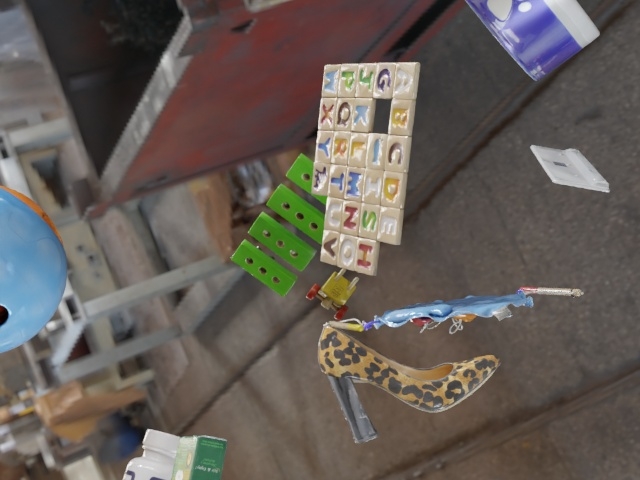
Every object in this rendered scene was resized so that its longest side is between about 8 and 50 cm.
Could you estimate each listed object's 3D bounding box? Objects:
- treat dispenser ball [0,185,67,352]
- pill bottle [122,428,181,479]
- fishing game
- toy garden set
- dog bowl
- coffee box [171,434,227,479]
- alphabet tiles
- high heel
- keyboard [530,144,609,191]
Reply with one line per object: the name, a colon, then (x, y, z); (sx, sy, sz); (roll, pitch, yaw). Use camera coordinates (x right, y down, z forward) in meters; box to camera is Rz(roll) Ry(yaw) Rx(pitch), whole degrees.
treat dispenser ball: (-0.566, 0.047, 1.790); (0.288, 0.288, 0.288); (42, 143, 43)
pill bottle: (-0.251, 0.389, 1.652); (0.112, 0.112, 0.186); (-12, 59, 64)
fishing game: (0.150, 0.085, 1.214); (0.189, 0.264, 0.041); (172, 89, -72)
toy garden set: (0.000, 0.000, 1.708); (0.204, 0.049, 0.244); (36, 128, -1)
dog bowl: (0.248, -0.344, 1.436); (0.104, 0.265, 0.265); (-38, 68, 17)
coffee box: (-0.159, 0.331, 1.318); (0.113, 0.040, 0.184); (150, 131, -67)
alphabet tiles: (0.043, -0.085, 1.245); (0.198, 0.009, 0.237); (14, 99, 59)
high heel: (0.133, 0.173, 1.644); (0.093, 0.261, 0.186); (178, 69, -81)
keyboard: (0.336, -0.101, 1.481); (0.256, 0.072, 0.014); (-74, -11, -75)
